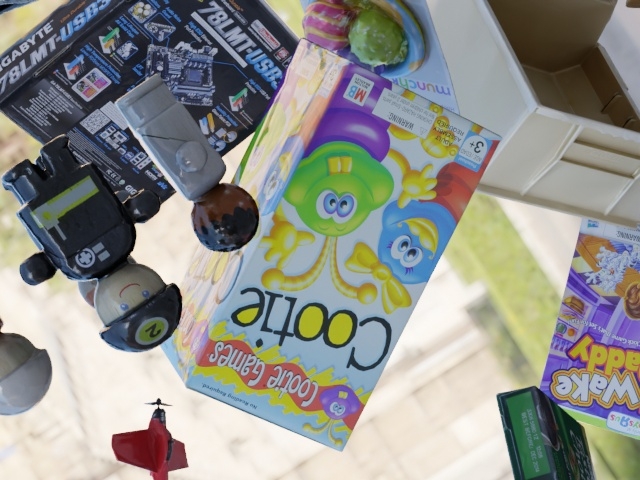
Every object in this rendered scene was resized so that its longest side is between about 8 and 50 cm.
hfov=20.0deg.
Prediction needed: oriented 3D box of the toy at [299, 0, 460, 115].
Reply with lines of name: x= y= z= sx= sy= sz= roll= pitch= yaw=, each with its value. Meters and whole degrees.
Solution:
toy: x=0.025 y=-0.185 z=1.524 sx=0.137 sy=0.056 sz=0.237 roll=16 pitch=142 yaw=33

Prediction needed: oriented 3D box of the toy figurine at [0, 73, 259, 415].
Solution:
toy figurine: x=-0.160 y=0.005 z=1.252 sx=0.148 sy=0.213 sz=0.209 roll=56 pitch=-145 yaw=-6

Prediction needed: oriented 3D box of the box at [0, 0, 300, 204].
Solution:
box: x=-0.185 y=-0.191 z=2.076 sx=0.295 sy=0.293 sz=0.073 roll=42 pitch=-168 yaw=-50

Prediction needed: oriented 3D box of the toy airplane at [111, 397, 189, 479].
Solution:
toy airplane: x=-0.155 y=0.225 z=1.726 sx=0.151 sy=0.028 sz=0.151 roll=-3 pitch=-90 yaw=-67

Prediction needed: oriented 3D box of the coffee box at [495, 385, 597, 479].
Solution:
coffee box: x=0.205 y=0.199 z=1.586 sx=0.184 sy=0.040 sz=0.113 roll=41 pitch=-145 yaw=-62

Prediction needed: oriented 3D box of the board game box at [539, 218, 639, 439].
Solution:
board game box: x=0.425 y=0.115 z=1.937 sx=0.347 sy=0.233 sz=0.078 roll=15 pitch=-177 yaw=29

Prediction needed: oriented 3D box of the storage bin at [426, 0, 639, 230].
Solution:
storage bin: x=0.246 y=-0.157 z=1.888 sx=0.260 sy=0.123 sz=0.262 roll=12 pitch=-141 yaw=-33

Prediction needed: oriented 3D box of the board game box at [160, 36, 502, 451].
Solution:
board game box: x=0.000 y=0.000 z=1.431 sx=0.142 sy=0.275 sz=0.144 roll=24 pitch=-175 yaw=-20

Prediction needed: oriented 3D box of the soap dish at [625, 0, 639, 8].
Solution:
soap dish: x=0.514 y=-0.313 z=2.030 sx=0.229 sy=0.291 sz=0.118 roll=-36 pitch=-56 yaw=-54

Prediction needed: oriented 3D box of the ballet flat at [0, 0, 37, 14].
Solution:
ballet flat: x=-0.265 y=-0.146 z=1.268 sx=0.057 sy=0.173 sz=0.049 roll=-1 pitch=-119 yaw=-58
